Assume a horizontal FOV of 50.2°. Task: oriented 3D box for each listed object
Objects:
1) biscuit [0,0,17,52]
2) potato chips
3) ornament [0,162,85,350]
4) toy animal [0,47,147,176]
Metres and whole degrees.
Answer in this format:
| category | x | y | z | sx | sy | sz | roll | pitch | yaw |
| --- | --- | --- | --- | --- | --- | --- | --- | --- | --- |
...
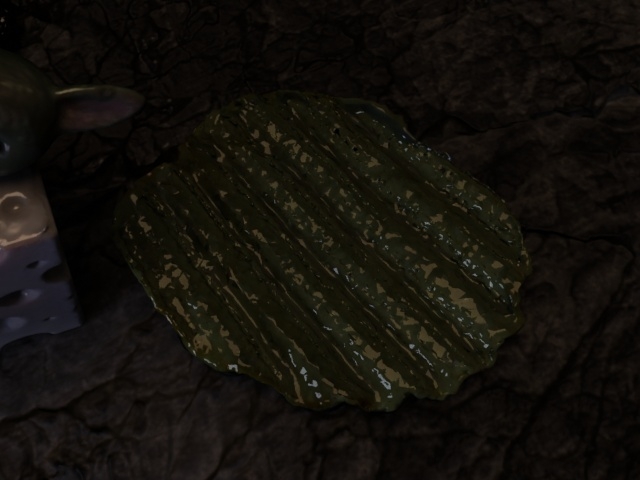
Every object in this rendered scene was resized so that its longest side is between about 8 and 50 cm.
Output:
| category | x | y | z | sx | sy | sz | roll | pitch | yaw |
| --- | --- | --- | --- | --- | --- | --- | --- | --- | --- |
| biscuit | -0.473 | -0.256 | 0.852 | 0.194 | 0.053 | 0.195 | 0 | 65 | 0 |
| potato chips | 0.000 | 0.000 | 0.725 | 0.358 | 0.070 | 0.429 | -39 | 71 | -19 |
| ornament | -0.373 | -0.026 | 0.611 | 0.239 | 0.240 | 0.239 | -18 | 72 | -20 |
| toy animal | -0.254 | -0.107 | 0.484 | 0.251 | 0.125 | 0.127 | 18 | 31 | -24 |
